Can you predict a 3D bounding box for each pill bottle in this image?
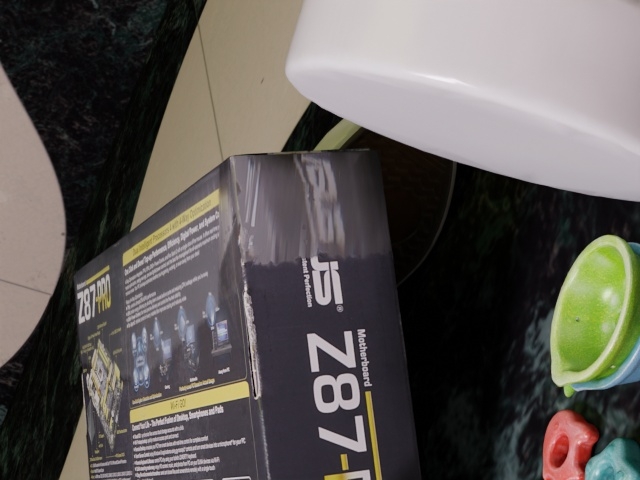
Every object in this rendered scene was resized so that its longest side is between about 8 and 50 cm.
[{"bbox_3d":[0.128,-0.229,0.625,0.224,0.224,0.392,-174,101,-73],"label":"pill bottle"}]

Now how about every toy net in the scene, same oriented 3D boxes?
[{"bbox_3d":[0.114,0.118,0.620,0.122,0.045,0.232,138,146,-58],"label":"toy net"}]

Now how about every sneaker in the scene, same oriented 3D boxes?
[{"bbox_3d":[0.000,0.000,0.987,0.123,0.106,0.290,-100,31,-52],"label":"sneaker"}]

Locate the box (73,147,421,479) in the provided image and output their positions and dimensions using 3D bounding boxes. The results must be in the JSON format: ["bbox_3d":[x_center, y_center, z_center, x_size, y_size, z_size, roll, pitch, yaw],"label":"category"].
[{"bbox_3d":[-0.061,0.141,0.879,0.395,0.097,0.318,153,110,-66],"label":"box"}]
